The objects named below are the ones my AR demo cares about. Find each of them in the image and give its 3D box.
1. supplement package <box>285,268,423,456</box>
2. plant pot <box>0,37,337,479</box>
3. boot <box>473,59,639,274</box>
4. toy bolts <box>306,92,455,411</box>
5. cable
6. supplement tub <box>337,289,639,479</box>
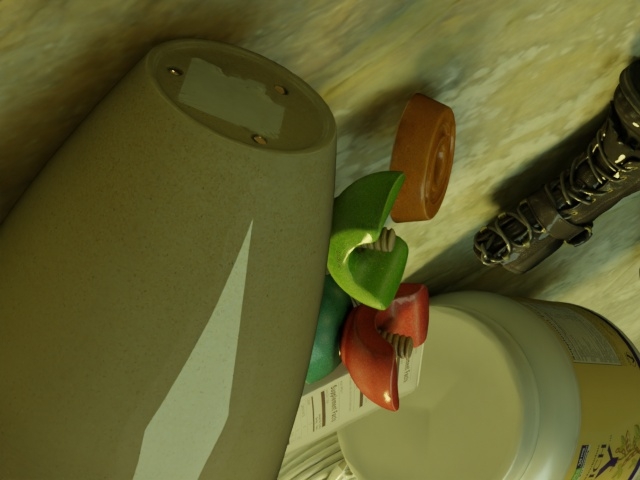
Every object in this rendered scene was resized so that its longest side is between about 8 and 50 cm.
[{"bbox_3d":[-0.051,0.103,1.579,0.244,0.139,0.134,-25,158,-11],"label":"supplement package"},{"bbox_3d":[-0.099,0.018,1.212,0.256,0.256,0.274,-9,135,-44],"label":"plant pot"},{"bbox_3d":[0.236,-0.047,1.691,0.229,0.091,0.263,-35,161,12],"label":"boot"},{"bbox_3d":[0.000,0.000,1.444,0.218,0.158,0.228,-62,157,-46],"label":"toy bolts"},{"bbox_3d":[0.017,0.262,2.127,0.257,0.089,0.257,-38,159,24],"label":"cable"},{"bbox_3d":[0.182,0.175,1.922,0.241,0.241,0.331,-38,159,22],"label":"supplement tub"}]
